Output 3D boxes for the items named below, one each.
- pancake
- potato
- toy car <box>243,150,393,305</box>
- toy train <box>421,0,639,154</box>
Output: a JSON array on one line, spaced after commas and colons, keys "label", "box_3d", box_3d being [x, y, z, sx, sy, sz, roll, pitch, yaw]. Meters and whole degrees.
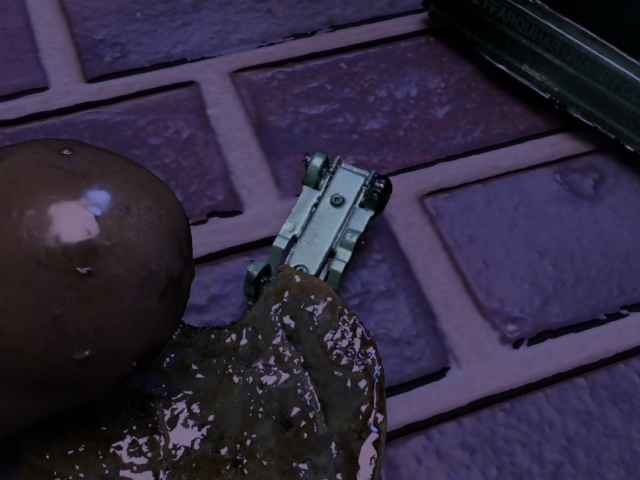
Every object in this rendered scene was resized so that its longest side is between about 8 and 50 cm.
[{"label": "pancake", "box_3d": [-0.077, 0.127, 0.542, 0.253, 0.037, 0.254, -4, 62, 8]}, {"label": "potato", "box_3d": [-0.189, 0.034, 0.504, 0.262, 0.165, 0.165, -32, 57, 20]}, {"label": "toy car", "box_3d": [0.000, 0.000, 0.644, 0.073, 0.054, 0.143, 21, 65, 11]}, {"label": "toy train", "box_3d": [0.244, -0.206, 0.727, 0.330, 0.178, 0.138, 39, 61, 21]}]
